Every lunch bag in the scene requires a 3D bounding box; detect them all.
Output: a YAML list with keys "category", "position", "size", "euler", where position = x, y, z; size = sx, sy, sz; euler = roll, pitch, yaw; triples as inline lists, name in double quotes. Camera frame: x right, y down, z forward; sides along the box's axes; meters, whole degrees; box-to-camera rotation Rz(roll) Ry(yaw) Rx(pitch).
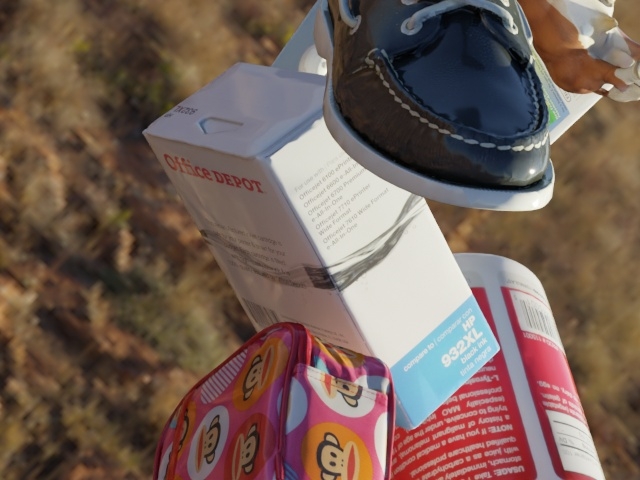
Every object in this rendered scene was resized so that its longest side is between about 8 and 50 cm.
- category: "lunch bag"
  position: [-0.058, 0.233, 1.373]
  size: [0.120, 0.258, 0.293]
  euler: [25, 50, -25]

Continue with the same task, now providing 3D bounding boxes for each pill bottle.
- category: "pill bottle"
  position: [0.165, 0.233, 1.758]
  size: [0.229, 0.229, 0.407]
  euler: [27, 39, -42]

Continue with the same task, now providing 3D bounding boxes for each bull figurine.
- category: "bull figurine"
  position: [0.250, -0.256, 1.768]
  size: [0.188, 0.101, 0.310]
  euler: [21, -21, 45]

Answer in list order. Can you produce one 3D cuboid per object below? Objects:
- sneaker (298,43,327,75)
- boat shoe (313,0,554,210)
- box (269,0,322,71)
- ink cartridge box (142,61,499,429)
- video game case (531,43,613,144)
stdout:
- category: "sneaker"
  position: [0.015, -0.150, 1.856]
  size: [0.095, 0.090, 0.235]
  euler: [30, -8, 27]
- category: "boat shoe"
  position: [0.055, -0.109, 0.917]
  size: [0.114, 0.091, 0.302]
  euler: [5, 25, -18]
- category: "box"
  position: [-0.011, -0.202, 2.239]
  size: [0.094, 0.113, 0.275]
  euler: [23, 38, 5]
- category: "ink cartridge box"
  position: [0.000, 0.000, 1.605]
  size: [0.223, 0.129, 0.307]
  euler: [16, -40, 56]
- category: "video game case"
  position: [0.178, -0.254, 1.899]
  size: [0.300, 0.036, 0.329]
  euler: [-41, 104, -40]
